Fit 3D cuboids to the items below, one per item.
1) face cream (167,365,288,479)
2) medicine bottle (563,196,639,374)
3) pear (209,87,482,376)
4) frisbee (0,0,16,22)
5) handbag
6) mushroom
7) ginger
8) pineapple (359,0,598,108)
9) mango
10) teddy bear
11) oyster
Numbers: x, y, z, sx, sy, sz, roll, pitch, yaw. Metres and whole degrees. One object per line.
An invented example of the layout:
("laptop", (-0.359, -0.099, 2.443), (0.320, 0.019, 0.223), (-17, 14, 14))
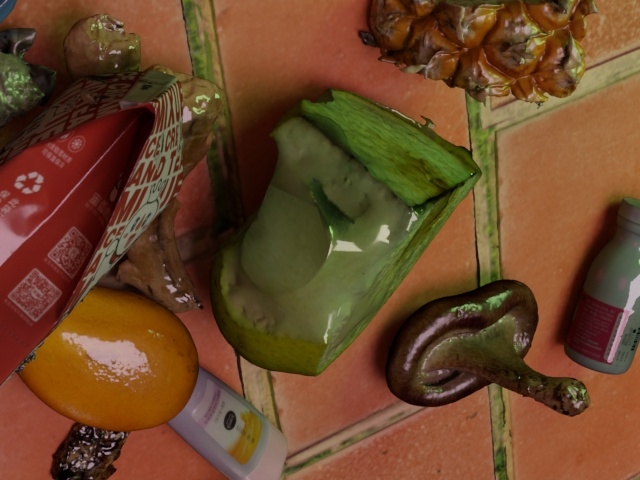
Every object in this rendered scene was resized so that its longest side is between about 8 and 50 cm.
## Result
("face cream", (-0.107, 0.202, 1.578), (0.198, 0.057, 0.084), (46, 54, -42))
("medicine bottle", (0.381, 0.057, 1.842), (0.090, 0.090, 0.216), (4, 109, -37))
("pear", (0.000, 0.000, 1.478), (0.282, 0.176, 0.286), (-58, 168, 22))
("frisbee", (-0.351, -0.283, 1.165), (0.289, 0.049, 0.289), (-13, 111, -35))
("handbag", (-0.224, -0.023, 1.238), (0.298, 0.171, 0.151), (-42, 98, 15))
("mushroom", (0.209, 0.147, 1.678), (0.227, 0.217, 0.148), (-23, 125, -24))
("ginger", (-0.164, -0.072, 1.391), (0.148, 0.081, 0.333), (-19, 128, -28))
("pineapple", (0.166, -0.225, 1.507), (0.186, 0.236, 0.114), (-53, 154, -59))
("mango", (-0.220, 0.109, 1.427), (0.219, 0.112, 0.145), (31, 103, -30))
("teddy bear", (-0.326, -0.099, 1.238), (0.213, 0.133, 0.111), (-27, 147, -39))
("oyster", (-0.230, 0.208, 1.518), (0.086, 0.029, 0.132), (4, 110, -37))
